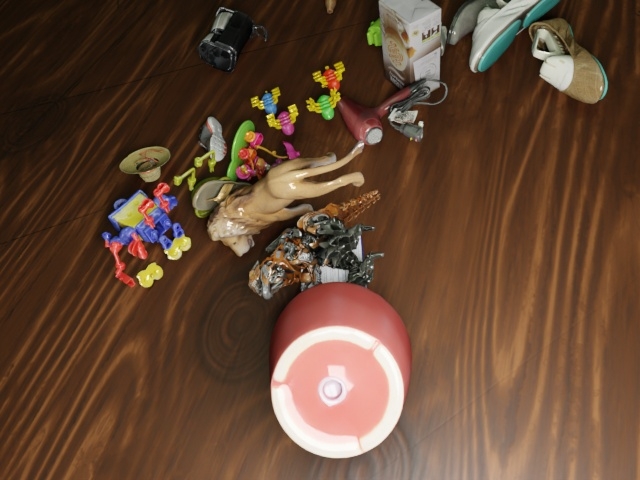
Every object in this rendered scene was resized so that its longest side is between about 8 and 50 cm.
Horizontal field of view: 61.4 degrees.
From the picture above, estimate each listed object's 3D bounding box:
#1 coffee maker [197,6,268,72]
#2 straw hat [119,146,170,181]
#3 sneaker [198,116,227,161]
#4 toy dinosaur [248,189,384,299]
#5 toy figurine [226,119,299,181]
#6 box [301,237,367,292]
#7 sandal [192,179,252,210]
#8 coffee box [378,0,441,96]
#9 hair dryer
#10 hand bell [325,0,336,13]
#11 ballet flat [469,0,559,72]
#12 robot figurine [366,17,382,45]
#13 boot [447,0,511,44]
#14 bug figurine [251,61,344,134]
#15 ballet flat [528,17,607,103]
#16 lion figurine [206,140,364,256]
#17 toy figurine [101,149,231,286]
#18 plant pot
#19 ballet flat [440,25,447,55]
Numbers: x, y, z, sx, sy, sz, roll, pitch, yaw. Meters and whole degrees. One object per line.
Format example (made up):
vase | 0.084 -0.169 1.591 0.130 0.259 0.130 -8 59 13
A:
coffee maker | -0.275 -0.626 1.686 0.171 0.120 0.178 5 57 13
straw hat | -0.461 -0.192 1.451 0.144 0.061 0.145 -5 37 4
sneaker | -0.304 -0.270 1.491 0.064 0.061 0.158 -30 49 23
toy dinosaur | 0.000 0.000 1.096 0.218 0.164 0.322 29 85 45
toy figurine | -0.137 -0.204 1.382 0.159 0.130 0.173 18 82 11
box | 0.029 0.066 1.171 0.137 0.072 0.126 -7 54 7
sandal | -0.224 -0.108 1.300 0.180 0.072 0.049 -8 25 -41
coffee box | 0.240 -0.518 1.435 0.098 0.247 0.141 -30 55 -9
hair dryer | 0.170 -0.336 1.421 0.293 0.080 0.224 12 54 27
hand bell | 0.039 -0.869 1.827 0.126 0.126 0.242 2 68 12
ballet flat | 0.522 -0.626 1.508 0.400 0.139 0.139 -43 59 -10
robot figurine | 0.189 -0.642 1.643 0.101 0.067 0.115 24 62 34
boot | 0.494 -0.649 1.590 0.161 0.083 0.247 33 71 17
bug figurine | -0.050 -0.385 1.495 0.278 0.072 0.216 -18 48 9
ballet flat | 0.624 -0.476 1.409 0.124 0.116 0.343 2 52 -6
lion figurine | -0.090 -0.104 1.179 0.240 0.392 0.142 -10 71 -34
toy figurine | -0.414 -0.086 1.298 0.217 0.191 0.363 24 62 30
plant pot | 0.029 0.216 0.893 0.274 0.243 0.275 0 91 4
ballet flat | 0.339 -0.629 1.606 0.068 0.072 0.213 -17 53 -7
